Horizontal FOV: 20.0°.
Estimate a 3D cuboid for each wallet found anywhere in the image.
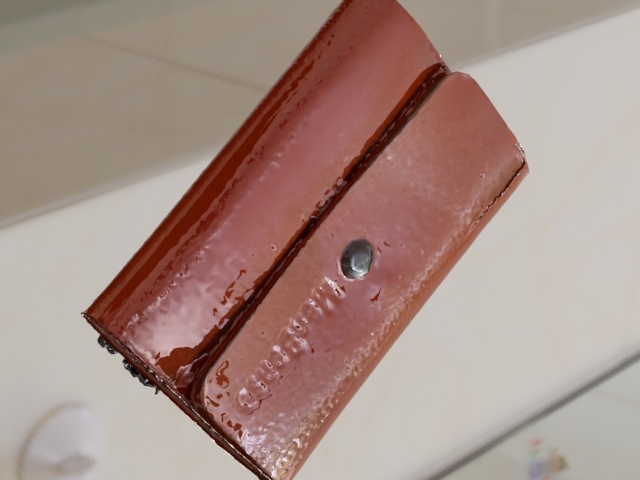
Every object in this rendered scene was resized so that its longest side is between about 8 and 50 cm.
[{"bbox_3d":[0.000,0.000,0.833,0.045,0.204,0.142,22,-21,52],"label":"wallet"}]
